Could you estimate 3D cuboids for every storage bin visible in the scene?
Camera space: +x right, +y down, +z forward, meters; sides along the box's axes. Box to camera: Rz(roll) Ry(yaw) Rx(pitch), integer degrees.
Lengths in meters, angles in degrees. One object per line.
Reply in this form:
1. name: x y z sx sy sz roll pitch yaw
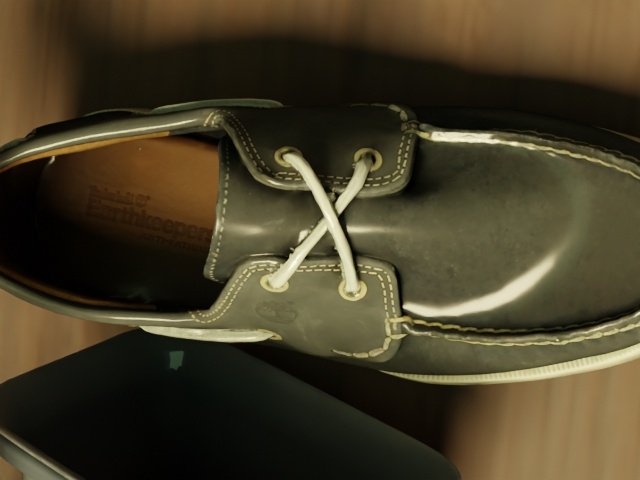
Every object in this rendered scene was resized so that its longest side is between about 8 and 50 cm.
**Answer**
1. storage bin: -0.027 0.095 0.535 0.135 0.098 0.091 24 123 38

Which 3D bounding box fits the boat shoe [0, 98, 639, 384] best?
1. boat shoe: 0.000 0.000 0.522 0.233 0.079 0.084 5 93 25
